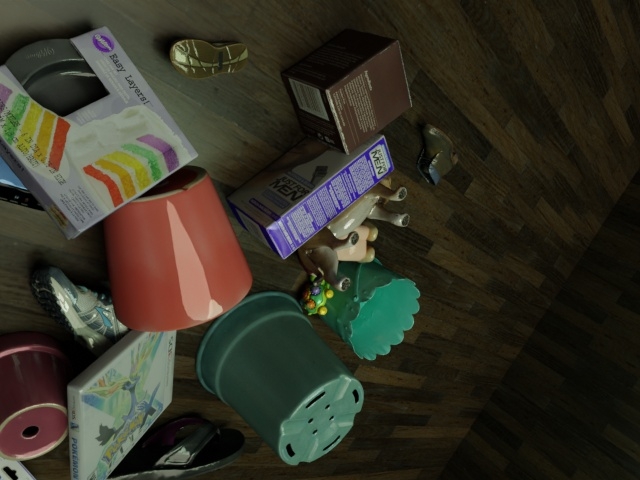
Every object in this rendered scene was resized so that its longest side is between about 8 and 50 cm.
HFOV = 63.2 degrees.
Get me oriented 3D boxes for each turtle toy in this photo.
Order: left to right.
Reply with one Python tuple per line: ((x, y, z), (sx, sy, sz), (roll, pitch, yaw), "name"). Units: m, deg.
((-0.013, 0.144, 1.445), (0.066, 0.095, 0.130), (23, 83, -24), "turtle toy")

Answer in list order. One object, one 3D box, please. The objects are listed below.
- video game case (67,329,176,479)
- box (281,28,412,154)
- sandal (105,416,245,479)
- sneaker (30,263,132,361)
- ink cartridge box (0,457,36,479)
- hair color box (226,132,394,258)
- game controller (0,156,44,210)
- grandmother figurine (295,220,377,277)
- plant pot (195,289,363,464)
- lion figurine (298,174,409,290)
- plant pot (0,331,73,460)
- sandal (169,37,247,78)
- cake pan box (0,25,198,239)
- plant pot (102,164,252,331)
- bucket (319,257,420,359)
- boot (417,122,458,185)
((-0.410, 0.330, 1.111), (0.329, 0.036, 0.299), (-51, 155, -63), "video game case")
((0.060, -0.329, 1.140), (0.203, 0.168, 0.167), (-38, 134, -16), "box")
((-0.374, 0.524, 1.318), (0.446, 0.168, 0.106), (4, 95, -43), "sandal")
((-0.463, 0.135, 1.045), (0.122, 0.110, 0.283), (-50, 143, -32), "sneaker")
((-0.724, 0.518, 1.078), (0.208, 0.045, 0.206), (-27, 131, -24), "ink cartridge box")
((-0.022, -0.130, 1.182), (0.339, 0.185, 0.110), (-39, 133, -17), "hair color box")
((-0.523, -0.149, 0.816), (0.319, 0.067, 0.166), (20, 101, -46), "game controller")
((0.000, 0.000, 1.357), (0.343, 0.104, 0.207), (9, 81, -41), "grandmother figurine")
((-0.089, 0.354, 1.324), (0.341, 0.334, 0.341), (-22, 128, -31), "plant pot")
((0.054, -0.051, 1.234), (0.392, 0.240, 0.142), (-39, 130, -26), "lion figurine")
((-0.563, 0.304, 0.986), (0.201, 0.180, 0.201), (-23, 129, -31), "plant pot")
((-0.214, -0.348, 0.981), (0.180, 0.049, 0.072), (-25, 138, -47), "sandal")
((-0.365, -0.177, 0.812), (0.246, 0.070, 0.266), (-43, 105, -37), "cake pan box")
((-0.286, -0.001, 0.998), (0.275, 0.275, 0.243), (-23, 118, -30), "plant pot")
((0.137, 0.187, 1.528), (0.281, 0.183, 0.281), (-23, 129, -30), "bucket")
((0.324, -0.242, 1.493), (0.106, 0.082, 0.219), (-56, 139, -2), "boot")
